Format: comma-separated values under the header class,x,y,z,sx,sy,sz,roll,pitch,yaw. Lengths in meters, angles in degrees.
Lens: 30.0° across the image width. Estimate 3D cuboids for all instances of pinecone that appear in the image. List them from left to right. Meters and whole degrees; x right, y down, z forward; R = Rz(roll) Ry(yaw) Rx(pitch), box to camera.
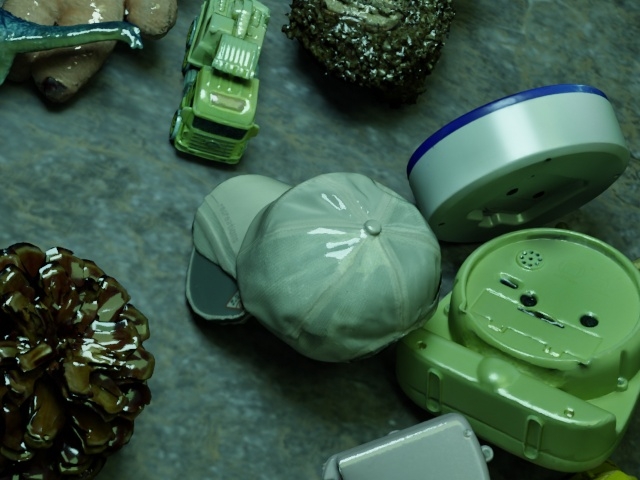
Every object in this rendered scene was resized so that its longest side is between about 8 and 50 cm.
class,x,y,z,sx,sy,sz,roll,pitch,yaw
pinecone,-0.235,0.101,0.987,0.221,0.221,0.221,11,58,-19

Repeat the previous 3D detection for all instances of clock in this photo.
class,x,y,z,sx,sy,sz,roll,pitch,yaw
clock,0.211,-0.076,1.277,0.230,0.230,0.083,-5,68,-27
clock,0.237,0.079,1.230,0.235,0.096,0.308,22,48,25

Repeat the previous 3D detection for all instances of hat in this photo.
class,x,y,z,sx,sy,sz,roll,pitch,yaw
hat,-0.005,-0.001,1.168,0.232,0.161,0.275,-12,32,-32

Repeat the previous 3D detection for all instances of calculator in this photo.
class,x,y,z,sx,sy,sz,roll,pitch,yaw
calculator,0.085,0.229,1.130,0.175,0.032,0.100,-18,87,-13

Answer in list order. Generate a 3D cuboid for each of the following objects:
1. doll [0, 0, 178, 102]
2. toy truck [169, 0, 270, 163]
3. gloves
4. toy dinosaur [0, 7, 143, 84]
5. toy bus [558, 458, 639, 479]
class,x,y,z,sx,sy,sz,roll,pitch,yaw
doll,-0.237,-0.283,1.270,0.201,0.156,0.303,30,82,-4
toy truck,-0.098,-0.187,1.269,0.085,0.116,0.191,15,56,-15
gloves,0.073,-0.276,1.386,0.210,0.135,0.312,40,54,1
toy dinosaur,-0.362,-0.203,1.161,0.363,0.076,0.147,17,59,5
toy bus,0.222,0.318,1.104,0.331,0.151,0.145,-26,76,-34
